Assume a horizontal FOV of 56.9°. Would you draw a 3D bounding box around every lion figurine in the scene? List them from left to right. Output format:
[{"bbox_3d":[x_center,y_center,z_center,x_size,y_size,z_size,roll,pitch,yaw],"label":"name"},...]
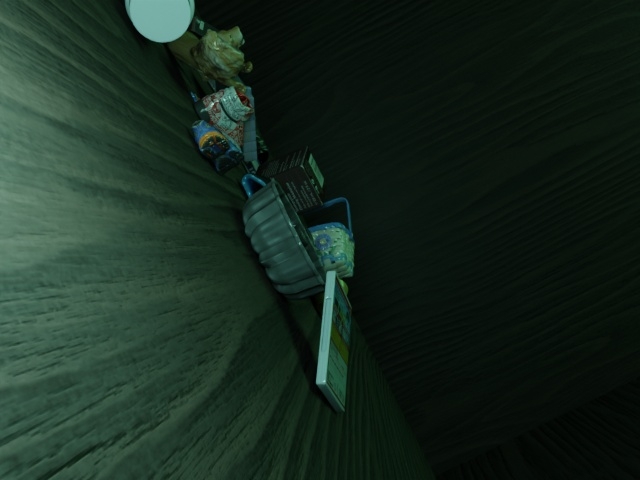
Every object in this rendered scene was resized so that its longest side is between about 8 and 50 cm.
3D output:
[{"bbox_3d":[-0.347,-0.543,1.713,0.392,0.142,0.240,21,0,33],"label":"lion figurine"}]

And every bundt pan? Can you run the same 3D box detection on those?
[{"bbox_3d":[-0.097,0.012,1.521,0.331,0.124,0.331,63,4,-7],"label":"bundt pan"}]

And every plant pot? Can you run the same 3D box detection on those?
[{"bbox_3d":[0.027,0.205,2.099,0.095,0.134,0.134,-78,148,-45],"label":"plant pot"}]

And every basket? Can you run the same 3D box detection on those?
[{"bbox_3d":[0.000,0.000,2.053,0.201,0.254,0.289,55,19,-52],"label":"basket"}]

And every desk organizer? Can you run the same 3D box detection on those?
[{"bbox_3d":[-0.371,-0.650,1.831,0.130,0.050,0.047,4,96,-66],"label":"desk organizer"}]

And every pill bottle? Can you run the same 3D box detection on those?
[{"bbox_3d":[-0.388,-0.584,1.427,0.160,0.160,0.283,61,3,-36],"label":"pill bottle"}]

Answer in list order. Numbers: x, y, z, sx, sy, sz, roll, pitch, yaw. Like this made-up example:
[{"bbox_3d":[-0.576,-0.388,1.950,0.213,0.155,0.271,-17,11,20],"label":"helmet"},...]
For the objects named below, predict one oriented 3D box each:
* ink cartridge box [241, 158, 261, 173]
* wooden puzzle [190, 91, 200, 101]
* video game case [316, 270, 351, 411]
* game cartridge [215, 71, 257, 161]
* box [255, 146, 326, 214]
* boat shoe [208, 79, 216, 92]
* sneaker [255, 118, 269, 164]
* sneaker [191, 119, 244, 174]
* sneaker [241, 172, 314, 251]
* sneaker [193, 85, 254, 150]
[{"bbox_3d":[-0.253,-0.285,2.197,0.208,0.045,0.206,61,5,-30],"label":"ink cartridge box"},{"bbox_3d":[-0.356,-0.402,1.786,0.079,0.014,0.116,63,3,8],"label":"wooden puzzle"},{"bbox_3d":[0.037,0.246,1.434,0.204,0.025,0.285,66,25,-53],"label":"video game case"},{"bbox_3d":[-0.281,-0.445,1.952,0.355,0.068,0.230,-121,-151,-46],"label":"game cartridge"},{"bbox_3d":[-0.106,-0.193,2.054,0.168,0.203,0.167,61,20,-27],"label":"box"},{"bbox_3d":[-0.373,-0.586,2.404,0.258,0.084,0.095,59,29,-25],"label":"boat shoe"},{"bbox_3d":[-0.280,-0.425,2.369,0.147,0.104,0.296,59,-5,45],"label":"sneaker"},{"bbox_3d":[-0.255,-0.237,1.474,0.087,0.083,0.221,55,-3,17],"label":"sneaker"},{"bbox_3d":[-0.139,-0.059,1.751,0.139,0.125,0.341,29,24,-57],"label":"sneaker"},{"bbox_3d":[-0.251,-0.338,1.756,0.090,0.145,0.270,66,4,37],"label":"sneaker"}]
